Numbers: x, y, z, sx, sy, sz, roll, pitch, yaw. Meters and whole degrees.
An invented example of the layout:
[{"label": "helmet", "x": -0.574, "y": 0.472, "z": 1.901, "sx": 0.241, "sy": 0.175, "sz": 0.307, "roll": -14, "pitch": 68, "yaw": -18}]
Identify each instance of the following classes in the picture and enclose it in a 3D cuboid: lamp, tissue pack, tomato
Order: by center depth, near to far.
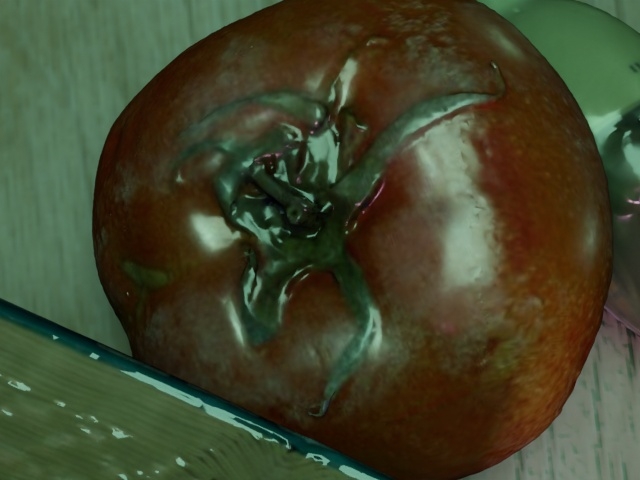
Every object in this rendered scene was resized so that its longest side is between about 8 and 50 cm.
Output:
[{"label": "tissue pack", "x": -0.089, "y": 0.139, "z": 0.774, "sx": 0.271, "sy": 0.192, "sz": 0.134, "roll": 24, "pitch": 58, "yaw": 7}, {"label": "tomato", "x": 0.000, "y": 0.000, "z": 0.823, "sx": 0.237, "sy": 0.095, "sz": 0.236, "roll": 0, "pitch": 89, "yaw": 24}, {"label": "lamp", "x": 0.130, "y": -0.031, "z": 0.870, "sx": 0.101, "sy": 0.101, "sz": 0.250, "roll": -33, "pitch": 75, "yaw": -8}]
